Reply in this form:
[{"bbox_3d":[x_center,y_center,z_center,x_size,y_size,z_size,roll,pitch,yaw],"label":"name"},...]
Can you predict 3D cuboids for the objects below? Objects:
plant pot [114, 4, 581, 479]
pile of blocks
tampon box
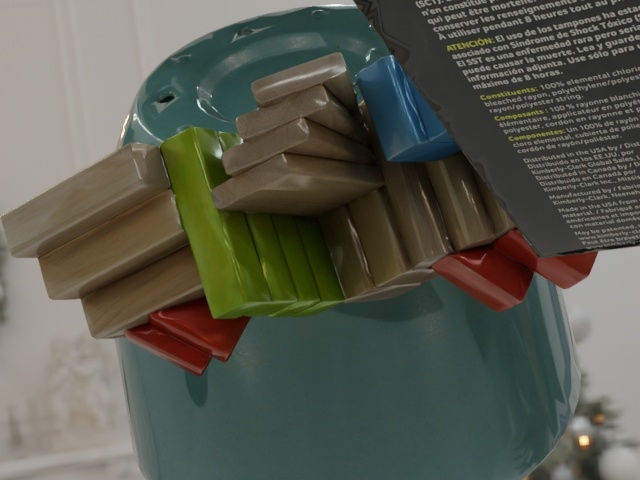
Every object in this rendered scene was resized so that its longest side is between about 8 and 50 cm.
[{"bbox_3d":[0.000,0.000,0.961,0.293,0.235,0.293,-9,33,6],"label":"plant pot"},{"bbox_3d":[0.045,-0.018,0.710,0.362,0.113,0.149,-20,-13,5],"label":"pile of blocks"},{"bbox_3d":[0.087,-0.090,0.475,0.101,0.120,0.161,-9,-37,29],"label":"tampon box"}]
